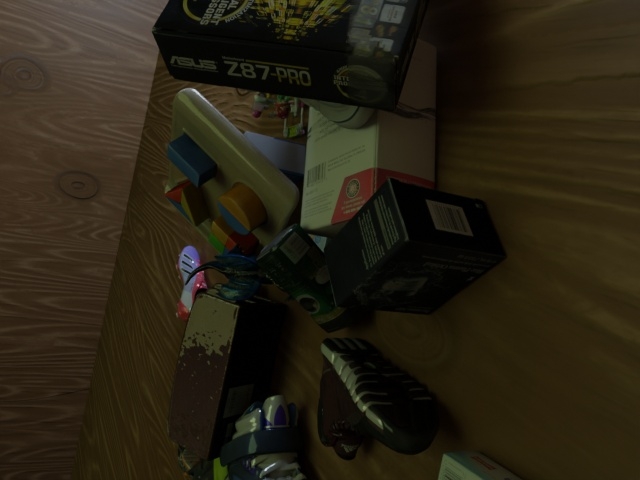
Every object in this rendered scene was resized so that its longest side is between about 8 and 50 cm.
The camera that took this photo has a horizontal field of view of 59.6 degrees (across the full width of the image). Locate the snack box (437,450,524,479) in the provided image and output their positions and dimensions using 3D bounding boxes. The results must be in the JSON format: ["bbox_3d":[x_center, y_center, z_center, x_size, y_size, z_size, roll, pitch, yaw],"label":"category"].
[{"bbox_3d":[0.176,0.411,0.572,0.187,0.060,0.321,15,94,61],"label":"snack box"}]

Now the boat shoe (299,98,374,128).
[{"bbox_3d":[-0.005,-0.232,0.819,0.258,0.084,0.095,43,118,55],"label":"boat shoe"}]

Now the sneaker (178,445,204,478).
[{"bbox_3d":[-0.305,0.542,1.368,0.215,0.084,0.083,-174,90,-70],"label":"sneaker"}]

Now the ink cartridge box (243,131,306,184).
[{"bbox_3d":[-0.137,-0.151,1.214,0.191,0.140,0.082,-30,58,54],"label":"ink cartridge box"}]

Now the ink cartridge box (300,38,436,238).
[{"bbox_3d":[0.073,-0.153,0.868,0.207,0.117,0.282,-14,69,59],"label":"ink cartridge box"}]

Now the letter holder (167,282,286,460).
[{"bbox_3d":[-0.225,0.250,1.147,0.215,0.152,0.301,14,93,31],"label":"letter holder"}]

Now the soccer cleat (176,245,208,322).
[{"bbox_3d":[-0.360,0.119,1.607,0.095,0.083,0.247,-22,53,23],"label":"soccer cleat"}]

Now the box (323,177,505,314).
[{"bbox_3d":[0.113,0.016,0.706,0.158,0.156,0.093,-48,43,44],"label":"box"}]

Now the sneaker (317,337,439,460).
[{"bbox_3d":[0.067,0.258,0.788,0.281,0.107,0.162,-141,59,-69],"label":"sneaker"}]

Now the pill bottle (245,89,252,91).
[{"bbox_3d":[-0.128,-0.552,1.205,0.407,0.229,0.229,-56,36,20],"label":"pill bottle"}]

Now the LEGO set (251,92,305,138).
[{"bbox_3d":[-0.078,-0.280,1.159,0.287,0.132,0.107,-169,84,-83],"label":"LEGO set"}]

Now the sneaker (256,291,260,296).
[{"bbox_3d":[-0.223,0.195,1.280,0.262,0.121,0.099,-59,35,32],"label":"sneaker"}]

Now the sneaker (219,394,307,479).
[{"bbox_3d":[-0.077,0.391,0.945,0.323,0.130,0.236,176,96,-67],"label":"sneaker"}]

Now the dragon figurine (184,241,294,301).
[{"bbox_3d":[-0.145,0.059,1.038,0.144,0.290,0.085,-43,-48,-73],"label":"dragon figurine"}]

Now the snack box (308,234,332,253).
[{"bbox_3d":[0.000,0.000,1.030,0.100,0.037,0.141,33,111,61],"label":"snack box"}]

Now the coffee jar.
[{"bbox_3d":[-0.010,0.065,0.895,0.079,0.184,0.096,-49,11,-34],"label":"coffee jar"}]

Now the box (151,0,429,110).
[{"bbox_3d":[-0.004,-0.371,0.776,0.097,0.319,0.394,82,-155,-61],"label":"box"}]

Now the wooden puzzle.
[{"bbox_3d":[-0.216,-0.088,1.156,0.322,0.080,0.347,45,145,9],"label":"wooden puzzle"}]

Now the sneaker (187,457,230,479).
[{"bbox_3d":[-0.209,0.539,1.081,0.121,0.111,0.300,-26,23,7],"label":"sneaker"}]
